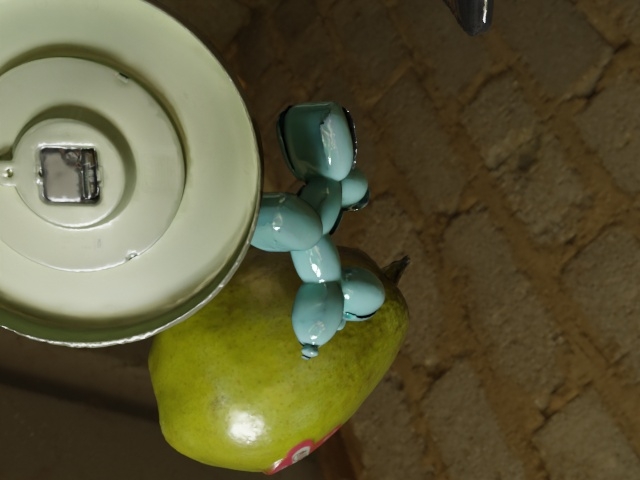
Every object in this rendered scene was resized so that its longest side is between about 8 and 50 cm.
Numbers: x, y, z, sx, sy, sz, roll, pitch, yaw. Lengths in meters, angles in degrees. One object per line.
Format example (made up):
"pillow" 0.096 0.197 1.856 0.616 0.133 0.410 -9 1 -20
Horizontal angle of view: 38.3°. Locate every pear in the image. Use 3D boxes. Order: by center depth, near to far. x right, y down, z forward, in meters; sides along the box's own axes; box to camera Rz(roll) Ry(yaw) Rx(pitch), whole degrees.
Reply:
"pear" -0.043 0.123 1.158 0.287 0.375 0.287 57 173 11

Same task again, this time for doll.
"doll" 0.000 0.000 0.667 0.158 0.059 0.159 51 -132 -43

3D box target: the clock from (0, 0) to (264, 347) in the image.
"clock" -0.151 -0.043 0.566 0.235 0.235 0.029 39 -164 -13

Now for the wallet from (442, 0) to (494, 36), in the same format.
"wallet" 0.072 -0.246 0.504 0.025 0.244 0.124 -7 -148 -3
